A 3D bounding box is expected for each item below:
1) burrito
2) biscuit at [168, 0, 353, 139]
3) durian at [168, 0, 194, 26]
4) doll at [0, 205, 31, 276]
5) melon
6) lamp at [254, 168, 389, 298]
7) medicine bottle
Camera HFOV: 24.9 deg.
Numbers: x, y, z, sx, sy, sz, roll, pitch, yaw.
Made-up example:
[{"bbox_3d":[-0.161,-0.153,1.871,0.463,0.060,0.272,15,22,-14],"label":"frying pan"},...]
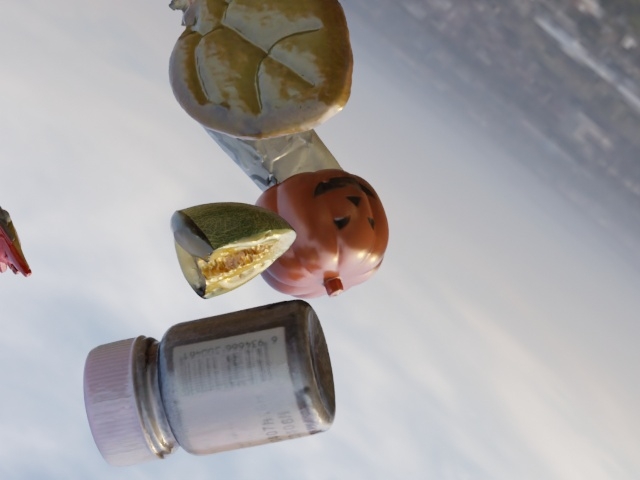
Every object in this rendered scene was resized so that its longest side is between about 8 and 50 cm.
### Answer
[{"bbox_3d":[-0.044,-0.111,2.188,0.101,0.139,0.445,-8,127,51],"label":"burrito"},{"bbox_3d":[-0.060,-0.199,1.521,0.260,0.203,0.041,39,179,39],"label":"biscuit"},{"bbox_3d":[-0.017,-0.345,1.729,0.191,0.341,0.112,40,178,8],"label":"durian"},{"bbox_3d":[-0.475,-0.023,2.081,0.109,0.057,0.169,5,128,57],"label":"doll"},{"bbox_3d":[-0.095,-0.005,1.535,0.160,0.128,0.079,109,141,-67],"label":"melon"},{"bbox_3d":[0.000,0.000,1.914,0.188,0.188,0.163,32,-142,-59],"label":"lamp"},{"bbox_3d":[-0.129,0.172,1.720,0.165,0.273,0.165,-12,-90,-80],"label":"medicine bottle"}]
